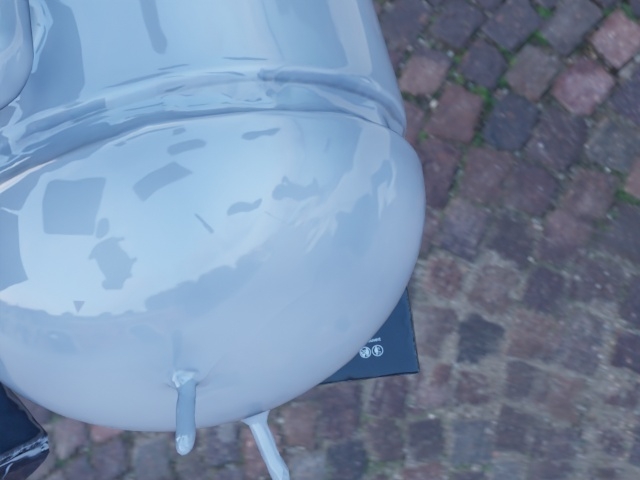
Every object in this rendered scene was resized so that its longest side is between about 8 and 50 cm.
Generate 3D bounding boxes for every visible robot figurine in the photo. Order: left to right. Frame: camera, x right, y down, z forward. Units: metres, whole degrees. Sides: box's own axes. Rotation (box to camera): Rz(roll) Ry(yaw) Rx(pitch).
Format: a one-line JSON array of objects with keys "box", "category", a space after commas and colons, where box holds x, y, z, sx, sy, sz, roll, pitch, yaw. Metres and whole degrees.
[{"box": [-0.074, -0.073, 0.595, 0.200, 0.300, 0.353, -23, 71, 22], "category": "robot figurine"}]

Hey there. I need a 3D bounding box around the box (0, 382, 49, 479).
[{"box": [-0.535, 0.113, 0.946, 0.480, 0.472, 0.297, 48, 122, 11], "category": "box"}]

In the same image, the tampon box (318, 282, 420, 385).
[{"box": [0.000, 0.000, 0.877, 0.101, 0.120, 0.161, -8, 95, 4], "category": "tampon box"}]
